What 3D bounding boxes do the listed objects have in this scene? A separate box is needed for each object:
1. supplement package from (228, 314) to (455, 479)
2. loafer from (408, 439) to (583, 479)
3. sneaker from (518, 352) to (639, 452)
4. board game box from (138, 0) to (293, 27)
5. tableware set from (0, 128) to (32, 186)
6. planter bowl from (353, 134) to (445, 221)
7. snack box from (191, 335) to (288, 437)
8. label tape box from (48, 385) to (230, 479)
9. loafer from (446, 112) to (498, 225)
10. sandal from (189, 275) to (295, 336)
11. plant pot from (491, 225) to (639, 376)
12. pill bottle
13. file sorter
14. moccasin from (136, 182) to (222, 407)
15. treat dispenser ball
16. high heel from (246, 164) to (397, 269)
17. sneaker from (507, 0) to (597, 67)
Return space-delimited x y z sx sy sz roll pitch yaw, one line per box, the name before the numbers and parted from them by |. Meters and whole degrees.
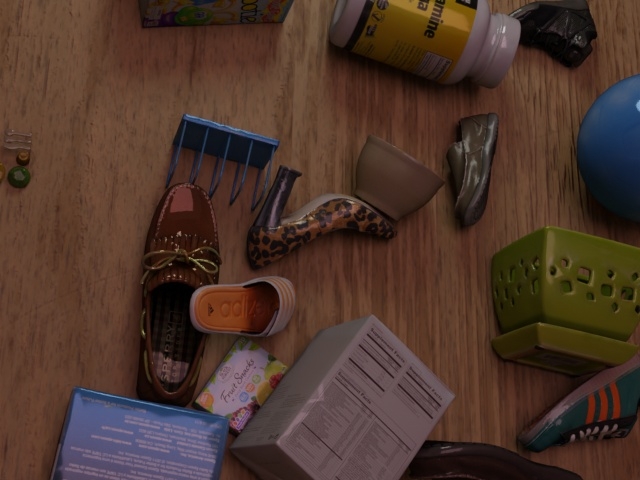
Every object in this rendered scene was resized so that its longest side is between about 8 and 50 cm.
supplement package | 0.033 0.289 1.710 0.198 0.199 0.263 44 63 -11
loafer | 0.291 0.413 1.762 0.366 0.134 0.130 20 73 -28
sneaker | 0.490 0.311 1.911 0.302 0.108 0.121 -27 76 -25
board game box | -0.193 -0.490 1.976 0.275 0.144 0.142 -7 73 -18
tableware set | -0.562 -0.140 1.801 0.154 0.024 0.104 6 72 -16
planter bowl | 0.127 -0.102 1.939 0.162 0.162 0.109 32 92 -4
snack box | -0.132 0.241 1.782 0.100 0.037 0.141 35 65 -2
label tape box | -0.294 0.419 1.627 0.249 0.115 0.348 14 70 -12
loafer | 0.279 -0.136 2.033 0.087 0.094 0.251 8 56 12
sandal | -0.104 0.114 1.751 0.265 0.076 0.102 -3 92 -56
plant pot | 0.437 0.118 1.908 0.228 0.227 0.207 14 73 -12
pill bottle | 0.200 -0.409 2.044 0.334 0.188 0.188 18 66 -11
file sorter | -0.174 -0.130 1.864 0.170 0.118 0.104 15 69 -11
moccasin | -0.234 0.080 1.750 0.139 0.147 0.380 15 67 -12
treat dispenser ball | 0.632 -0.173 2.036 0.288 0.288 0.288 6 69 -15
high heel | 0.000 0.000 1.909 0.261 0.093 0.186 24 87 -21
sneaker | 0.470 -0.416 2.186 0.227 0.087 0.130 -10 67 -26
